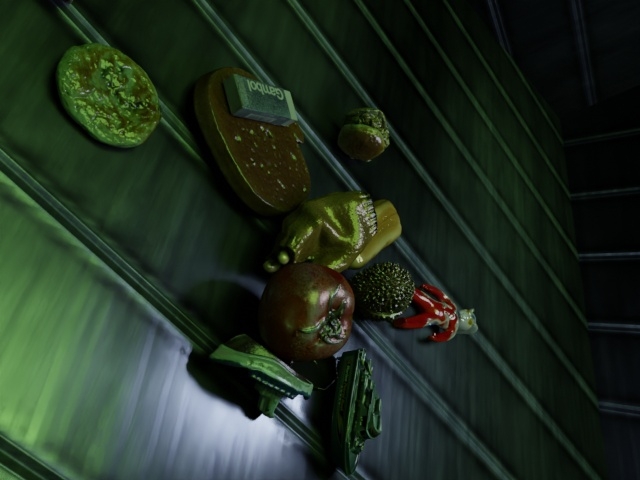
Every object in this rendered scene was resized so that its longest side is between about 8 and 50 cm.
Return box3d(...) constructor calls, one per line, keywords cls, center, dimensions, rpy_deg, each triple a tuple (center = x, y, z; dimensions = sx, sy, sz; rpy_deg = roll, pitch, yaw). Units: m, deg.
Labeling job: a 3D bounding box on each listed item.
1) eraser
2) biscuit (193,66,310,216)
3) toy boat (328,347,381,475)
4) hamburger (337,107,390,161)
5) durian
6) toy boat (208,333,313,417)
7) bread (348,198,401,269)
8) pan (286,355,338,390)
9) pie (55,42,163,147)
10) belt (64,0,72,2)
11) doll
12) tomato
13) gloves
box3d(cls="eraser", center=(-0.146, -0.342, 1.539), dimensions=(0.213, 0.046, 0.091), rpy_deg=(0, 71, -55))
box3d(cls="biscuit", center=(-0.161, -0.248, 1.570), dimensions=(0.350, 0.070, 0.394), rpy_deg=(-25, 92, -56))
box3d(cls="toy boat", center=(0.085, 0.412, 1.497), dimensions=(0.114, 0.122, 0.295), rpy_deg=(57, 35, -53))
box3d(cls="hamburger", center=(0.131, -0.308, 1.890), dimensions=(0.184, 0.159, 0.131), rpy_deg=(68, 23, -48))
box3d(cls="durian", center=(0.156, 0.140, 1.688), dimensions=(0.196, 0.196, 0.166), rpy_deg=(33, 29, -37))
box3d(cls="toy boat", center=(-0.127, 0.294, 1.322), dimensions=(0.262, 0.114, 0.115), rpy_deg=(43, 78, -28))
box3d(cls="bread", center=(0.129, -0.019, 1.783), dimensions=(0.305, 0.091, 0.141), rpy_deg=(-31, 104, -52))
box3d(cls="pan", center=(-0.050, 0.267, 1.466), dimensions=(0.202, 0.048, 0.128), rpy_deg=(51, 39, 7))
box3d(cls="pie", center=(-0.431, -0.300, 1.285), dimensions=(0.241, 0.054, 0.240), rpy_deg=(28, 52, -43))
box3d(cls="belt", center=(-0.517, -0.578, 1.312), dimensions=(0.053, 0.071, 0.231), rpy_deg=(29, 48, -30))
box3d(cls="doll", center=(0.367, 0.231, 1.951), dimensions=(0.384, 0.099, 0.188), rpy_deg=(18, 59, -41))
box3d(cls="tomato", center=(-0.037, 0.153, 1.377), dimensions=(0.232, 0.189, 0.231), rpy_deg=(-9, 102, -47))
box3d(cls="gloves", center=(-0.005, -0.004, 1.539), dimensions=(0.356, 0.155, 0.203), rpy_deg=(-31, 116, -39))
